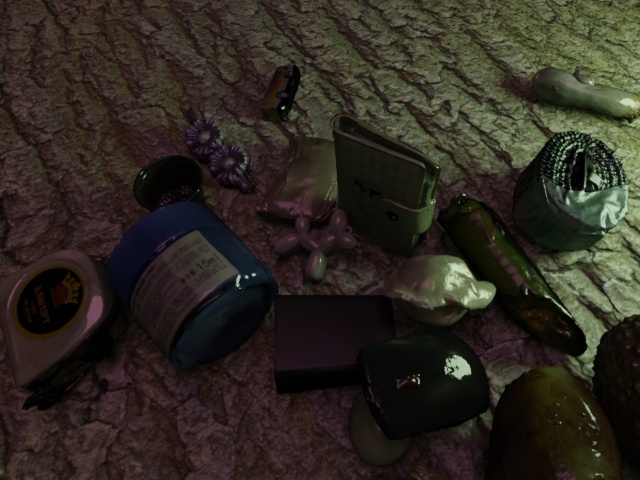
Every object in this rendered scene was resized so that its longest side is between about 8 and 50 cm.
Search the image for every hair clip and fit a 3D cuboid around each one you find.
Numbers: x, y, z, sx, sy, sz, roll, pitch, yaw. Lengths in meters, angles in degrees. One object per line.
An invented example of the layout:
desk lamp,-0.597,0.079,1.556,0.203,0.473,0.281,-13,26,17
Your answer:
hair clip,-0.254,-0.218,1.333,0.106,0.084,0.292,-41,67,-1

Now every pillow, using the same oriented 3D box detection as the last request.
pillow,-0.031,-0.151,1.274,0.173,0.067,0.270,15,59,6

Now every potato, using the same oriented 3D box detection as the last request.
potato,0.360,0.343,0.857,0.173,0.210,0.308,23,52,-8

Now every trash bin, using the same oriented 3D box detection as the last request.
trash bin,0.026,0.189,1.025,0.225,0.115,0.165,-3,58,-1

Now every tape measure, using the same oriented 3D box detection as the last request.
tape measure,-0.485,0.161,1.067,0.231,0.133,0.271,-27,61,-5

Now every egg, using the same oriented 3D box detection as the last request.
egg,0.106,0.310,0.939,0.114,0.114,0.152,9,61,9

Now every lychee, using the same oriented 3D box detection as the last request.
lychee,0.562,0.251,0.865,0.255,0.255,0.274,-35,78,-18

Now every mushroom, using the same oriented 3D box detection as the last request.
mushroom,0.667,-0.363,1.359,0.277,0.096,0.099,22,91,17

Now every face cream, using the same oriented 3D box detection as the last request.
face cream,-0.237,0.088,1.025,0.249,0.249,0.225,-37,64,-19

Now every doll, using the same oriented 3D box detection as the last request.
doll,0.000,0.000,1.156,0.161,0.059,0.160,35,87,24

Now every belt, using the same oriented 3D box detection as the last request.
belt,0.535,-0.100,1.162,0.207,0.150,0.258,17,60,2

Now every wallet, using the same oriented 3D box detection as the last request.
wallet,0.122,-0.097,1.086,0.223,0.310,0.077,32,68,20

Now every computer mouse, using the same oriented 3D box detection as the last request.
computer mouse,0.193,0.233,0.924,0.295,0.087,0.168,1,59,-41

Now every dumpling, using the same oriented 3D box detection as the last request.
dumpling,0.221,0.092,1.014,0.162,0.250,0.132,5,93,45

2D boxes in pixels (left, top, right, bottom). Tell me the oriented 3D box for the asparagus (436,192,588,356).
asparagus,0.377,0.068,1.081,0.108,0.128,0.382,-40,59,18

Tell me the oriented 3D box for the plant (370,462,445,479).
plant,0.144,0.418,0.905,0.116,0.105,0.122,-4,17,-40

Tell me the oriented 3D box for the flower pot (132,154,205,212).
flower pot,-0.332,-0.103,1.238,0.157,0.107,0.158,-3,59,5

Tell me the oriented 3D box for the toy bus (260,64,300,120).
toy bus,-0.105,-0.394,1.443,0.072,0.057,0.172,4,57,17
